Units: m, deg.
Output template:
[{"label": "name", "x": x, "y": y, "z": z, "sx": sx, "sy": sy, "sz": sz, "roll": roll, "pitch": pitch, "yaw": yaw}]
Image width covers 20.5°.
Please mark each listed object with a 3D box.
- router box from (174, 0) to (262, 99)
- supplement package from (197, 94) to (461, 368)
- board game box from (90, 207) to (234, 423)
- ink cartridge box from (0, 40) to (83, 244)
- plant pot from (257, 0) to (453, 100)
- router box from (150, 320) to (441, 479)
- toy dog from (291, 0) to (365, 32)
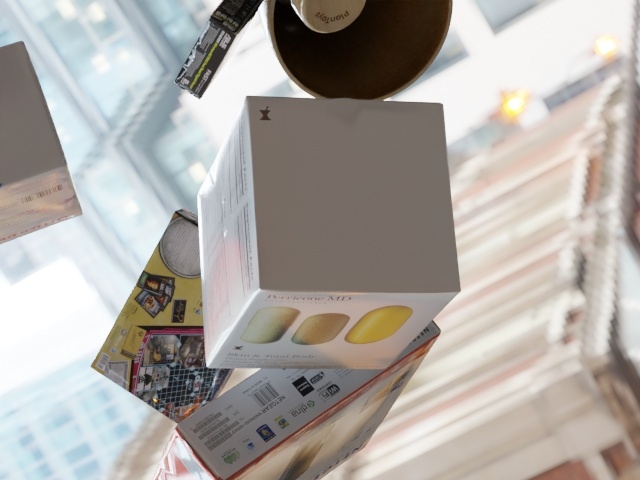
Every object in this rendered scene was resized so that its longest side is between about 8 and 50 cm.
[{"label": "router box", "x": -0.113, "y": -0.231, "z": 2.021, "sx": 0.038, "sy": 0.122, "sz": 0.092, "roll": 32, "pitch": -132, "yaw": -3}, {"label": "supplement package", "x": 0.000, "y": 0.000, "z": 1.761, "sx": 0.262, "sy": 0.199, "sz": 0.198, "roll": 125, "pitch": 144, "yaw": -66}, {"label": "board game box", "x": -0.171, "y": 0.104, "z": 2.295, "sx": 0.165, "sy": 0.243, "sz": 0.042, "roll": 33, "pitch": -165, "yaw": 9}, {"label": "ink cartridge box", "x": -0.402, "y": -0.105, "z": 2.149, "sx": 0.232, "sy": 0.171, "sz": 0.168, "roll": 104, "pitch": 146, "yaw": -75}, {"label": "plant pot", "x": 0.012, "y": -0.322, "z": 2.247, "sx": 0.237, "sy": 0.237, "sz": 0.254, "roll": 50, "pitch": 180, "yaw": -29}, {"label": "router box", "x": -0.046, "y": 0.224, "z": 2.020, "sx": 0.335, "sy": 0.301, "sz": 0.082, "roll": -32, "pitch": -108, "yaw": -32}, {"label": "toy dog", "x": 0.011, "y": -0.387, "z": 1.934, "sx": 0.220, "sy": 0.161, "sz": 0.333, "roll": 58, "pitch": 159, "yaw": 26}]
